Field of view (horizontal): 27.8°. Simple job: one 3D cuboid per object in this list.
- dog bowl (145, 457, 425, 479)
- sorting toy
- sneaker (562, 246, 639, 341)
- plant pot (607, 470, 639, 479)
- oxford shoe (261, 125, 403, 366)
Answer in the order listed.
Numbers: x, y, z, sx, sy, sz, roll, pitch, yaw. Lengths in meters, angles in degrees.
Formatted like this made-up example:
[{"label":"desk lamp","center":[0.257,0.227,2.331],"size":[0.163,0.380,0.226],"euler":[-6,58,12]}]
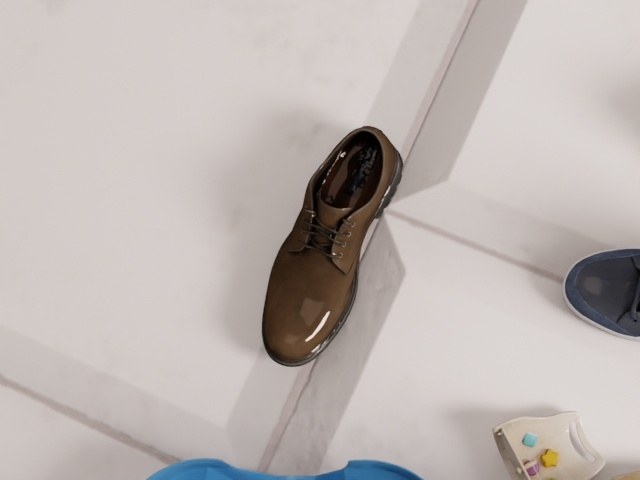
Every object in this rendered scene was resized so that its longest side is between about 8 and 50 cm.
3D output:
[{"label":"dog bowl","center":[-0.026,0.269,1.085],"size":[0.297,0.074,0.166],"euler":[-1,76,10]},{"label":"sorting toy","center":[0.195,0.181,1.084],"size":[0.075,0.045,0.083],"euler":[-25,72,-4]},{"label":"sneaker","center":[0.305,0.041,1.034],"size":[0.226,0.163,0.086],"euler":[11,80,15]},{"label":"plant pot","center":[0.283,0.304,1.040],"size":[0.236,0.032,0.236],"euler":[-2,75,9]},{"label":"oxford shoe","center":[0.000,0.000,1.136],"size":[0.082,0.096,0.227],"euler":[18,82,13]}]
